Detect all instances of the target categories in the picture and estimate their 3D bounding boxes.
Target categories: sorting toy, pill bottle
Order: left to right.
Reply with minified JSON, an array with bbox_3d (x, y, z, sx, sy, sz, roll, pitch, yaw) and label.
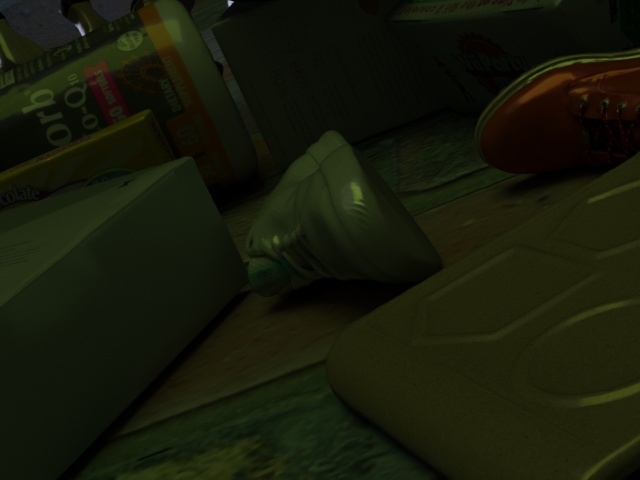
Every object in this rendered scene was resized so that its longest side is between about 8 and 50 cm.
[{"bbox_3d":[-0.203,-0.065,0.916,0.278,0.162,0.162,-27,17,-4],"label":"pill bottle"},{"bbox_3d":[0.119,0.022,0.442,0.208,0.038,0.193,-34,19,-13],"label":"sorting toy"}]

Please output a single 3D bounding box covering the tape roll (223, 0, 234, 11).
[{"bbox_3d":[0.096,-0.282,1.104,0.392,0.072,0.392,-21,0,0],"label":"tape roll"}]

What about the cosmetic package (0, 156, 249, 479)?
[{"bbox_3d":[-0.267,0.086,0.670,0.377,0.097,0.284,-13,23,34],"label":"cosmetic package"}]

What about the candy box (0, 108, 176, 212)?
[{"bbox_3d":[-0.188,-0.007,0.819,0.206,0.105,0.027,-22,17,13],"label":"candy box"}]

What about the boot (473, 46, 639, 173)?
[{"bbox_3d":[0.152,-0.064,0.605,0.158,0.059,0.084,-17,24,22],"label":"boot"}]

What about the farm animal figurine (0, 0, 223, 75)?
[{"bbox_3d":[-0.197,-0.183,1.152,0.327,0.172,0.330,-33,-24,-24],"label":"farm animal figurine"}]

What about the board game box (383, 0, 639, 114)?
[{"bbox_3d":[0.213,-0.217,0.764,0.303,0.097,0.224,-46,22,-10],"label":"board game box"}]

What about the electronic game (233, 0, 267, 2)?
[{"bbox_3d":[0.000,-0.263,0.877,0.229,0.048,0.229,-18,43,18],"label":"electronic game"}]

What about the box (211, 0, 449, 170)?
[{"bbox_3d":[0.023,-0.153,0.911,0.170,0.130,0.091,-19,20,16],"label":"box"}]

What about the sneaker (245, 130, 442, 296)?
[{"bbox_3d":[0.000,0.000,0.621,0.094,0.080,0.212,-37,10,1],"label":"sneaker"}]
